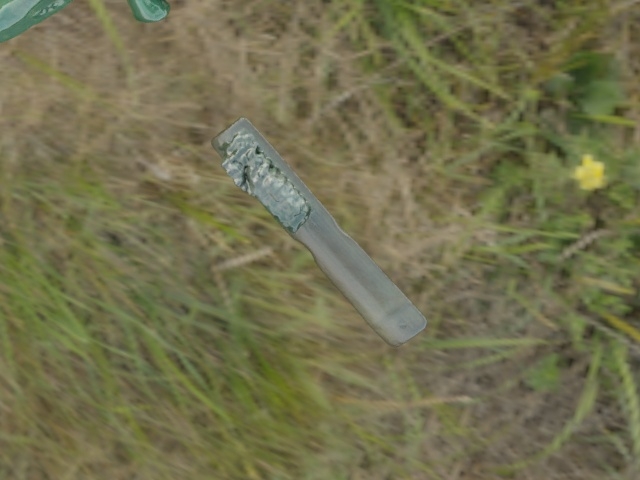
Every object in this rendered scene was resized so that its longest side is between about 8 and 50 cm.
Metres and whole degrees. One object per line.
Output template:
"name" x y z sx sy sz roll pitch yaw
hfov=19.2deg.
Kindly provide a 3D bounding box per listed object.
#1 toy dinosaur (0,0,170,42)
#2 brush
"toy dinosaur" -0.042 -0.146 0.882 0.292 0.079 0.120 -34 115 20
"brush" 0.000 0.000 1.217 0.034 0.027 0.190 -34 110 21
